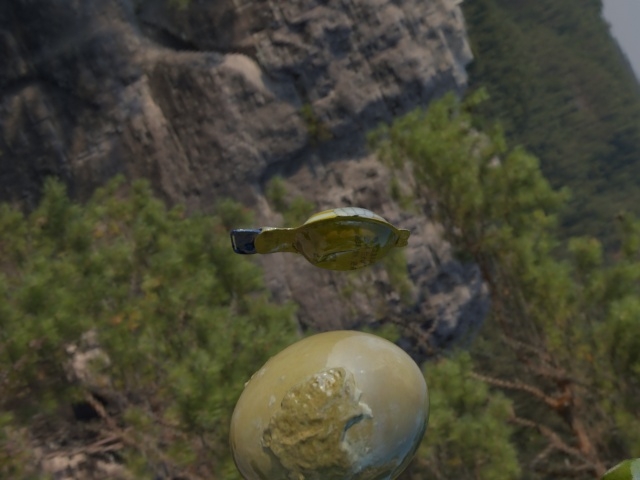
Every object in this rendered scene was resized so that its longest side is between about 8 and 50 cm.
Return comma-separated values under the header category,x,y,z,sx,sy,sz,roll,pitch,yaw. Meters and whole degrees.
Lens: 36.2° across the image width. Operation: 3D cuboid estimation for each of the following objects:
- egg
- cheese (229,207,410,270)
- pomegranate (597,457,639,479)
category,x,y,z,sx,sy,sz,roll,pitch,yaw
egg,0.006,0.167,0.909,0.164,0.201,0.164,45,28,-32
cheese,0.000,0.000,1.478,0.177,0.270,0.069,93,-6,-67
pomegranate,0.429,0.351,1.304,0.130,0.130,0.130,57,20,-33
